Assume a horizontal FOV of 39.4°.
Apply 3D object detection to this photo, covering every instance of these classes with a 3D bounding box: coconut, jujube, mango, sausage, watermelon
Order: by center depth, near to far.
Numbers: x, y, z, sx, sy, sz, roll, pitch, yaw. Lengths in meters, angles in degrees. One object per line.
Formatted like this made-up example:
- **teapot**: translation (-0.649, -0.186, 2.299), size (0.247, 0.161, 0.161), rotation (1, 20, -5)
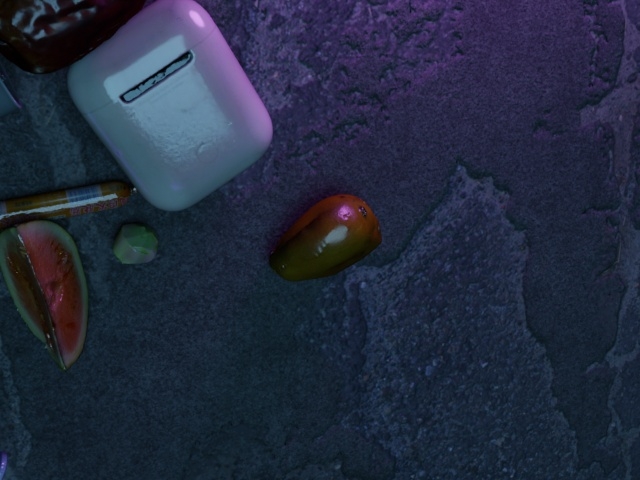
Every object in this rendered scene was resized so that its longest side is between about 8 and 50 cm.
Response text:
- **jujube**: translation (-0.405, -0.421, 1.454), size (0.223, 0.223, 0.318), rotation (46, 71, -28)
- **sausage**: translation (-0.511, -0.061, 1.651), size (0.347, 0.053, 0.053), rotation (-12, 113, -17)
- **watermelon**: translation (-0.530, 0.081, 1.660), size (0.128, 0.159, 0.303), rotation (-4, 116, 12)
- **coconut**: translation (-0.352, 0.005, 1.726), size (0.083, 0.082, 0.081), rotation (49, 119, 10)
- **mango**: translation (0.000, 0.000, 1.824), size (0.236, 0.166, 0.136), rotation (-37, 76, 17)

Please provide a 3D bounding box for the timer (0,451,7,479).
- **timer**: translation (-0.765, 0.372, 1.634), size (0.394, 0.173, 0.395), rotation (-8, 126, -11)

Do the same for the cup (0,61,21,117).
- **cup**: translation (-0.669, -0.240, 1.438), size (0.312, 0.205, 0.205), rotation (-28, 117, -9)

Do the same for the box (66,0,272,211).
- **box**: translation (-0.267, -0.243, 1.630), size (0.288, 0.141, 0.349), rotation (-35, 118, -5)
